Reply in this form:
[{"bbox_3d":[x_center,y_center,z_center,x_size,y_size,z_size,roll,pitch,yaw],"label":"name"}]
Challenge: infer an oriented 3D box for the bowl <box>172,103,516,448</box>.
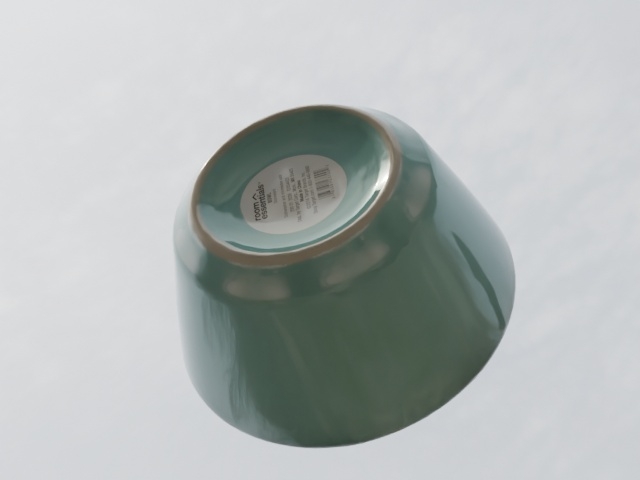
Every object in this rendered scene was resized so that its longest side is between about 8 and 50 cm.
[{"bbox_3d":[0.000,0.000,0.832,0.312,0.163,0.311,-11,-135,11],"label":"bowl"}]
